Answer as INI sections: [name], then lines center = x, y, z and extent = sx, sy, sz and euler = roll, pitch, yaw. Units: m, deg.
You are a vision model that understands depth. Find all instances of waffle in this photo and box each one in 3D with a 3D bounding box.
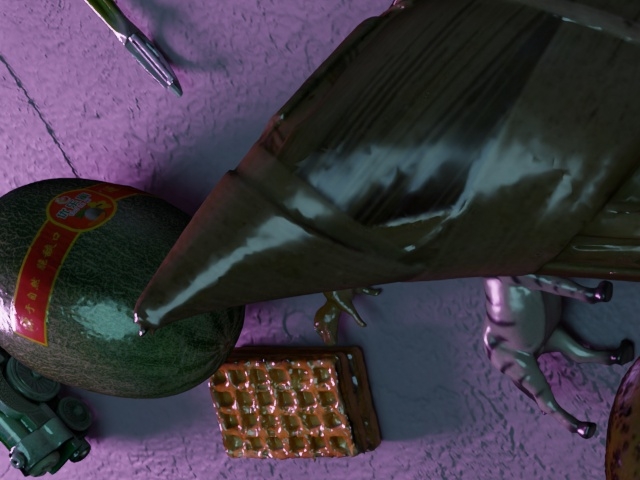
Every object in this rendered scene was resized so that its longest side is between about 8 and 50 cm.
[waffle]
center = -0.025, 0.142, 1.666
extent = 0.148, 0.042, 0.102
euler = -4, 108, 33

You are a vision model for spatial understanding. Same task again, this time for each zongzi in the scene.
[zongzi]
center = 0.203, 0.015, 1.228
extent = 0.500, 0.218, 0.467
euler = 35, 80, 21

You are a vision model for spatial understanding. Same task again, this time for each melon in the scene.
[melon]
center = -0.199, 0.038, 1.649
extent = 0.288, 0.182, 0.182
euler = 15, 116, 28

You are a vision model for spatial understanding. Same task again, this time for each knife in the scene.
[knife]
center = -0.177, -0.191, 1.642
extent = 0.022, 0.026, 0.184
euler = -40, 81, -3

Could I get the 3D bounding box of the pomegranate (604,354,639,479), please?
[pomegranate]
center = 0.364, 0.189, 1.334
extent = 0.285, 0.285, 0.340
euler = -19, 128, 36

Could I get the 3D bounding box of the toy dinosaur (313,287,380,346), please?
[toy dinosaur]
center = 0.000, 0.000, 1.598
extent = 0.162, 0.039, 0.126
euler = 52, 128, 6

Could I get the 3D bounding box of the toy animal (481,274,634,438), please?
[toy animal]
center = 0.159, 0.037, 1.496
extent = 0.176, 0.073, 0.217
euler = 17, 122, 32

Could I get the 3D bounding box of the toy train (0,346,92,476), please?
[toy train]
center = -0.295, 0.149, 1.801
extent = 0.178, 0.104, 0.071
euler = 47, 122, 6
